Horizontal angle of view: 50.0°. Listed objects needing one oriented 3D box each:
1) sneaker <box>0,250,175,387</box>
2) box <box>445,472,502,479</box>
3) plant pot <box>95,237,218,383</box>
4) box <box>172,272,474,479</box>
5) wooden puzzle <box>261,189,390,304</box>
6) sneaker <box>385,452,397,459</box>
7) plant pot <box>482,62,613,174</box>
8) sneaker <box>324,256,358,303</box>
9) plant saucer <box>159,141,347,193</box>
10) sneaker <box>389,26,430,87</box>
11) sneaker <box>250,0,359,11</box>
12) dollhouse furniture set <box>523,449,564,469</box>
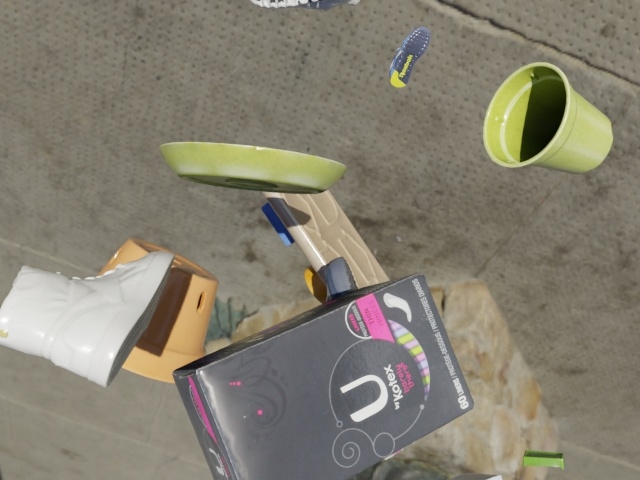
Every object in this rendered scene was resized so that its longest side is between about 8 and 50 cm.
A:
[{"bbox_3d":[-0.294,0.062,0.872,0.169,0.292,0.108,20,107,-3],"label":"sneaker"},{"bbox_3d":[0.335,0.590,1.580,0.137,0.072,0.126,-8,169,-27],"label":"box"},{"bbox_3d":[-0.338,0.126,1.379,0.291,0.203,0.291,27,180,0],"label":"plant pot"},{"bbox_3d":[0.002,0.162,0.750,0.165,0.270,0.143,68,157,1],"label":"box"},{"bbox_3d":[0.000,0.000,1.399,0.080,0.348,0.322,-34,89,17],"label":"wooden puzzle"},{"bbox_3d":[0.174,0.497,1.758,0.111,0.103,0.252,-52,147,7],"label":"sneaker"},{"bbox_3d":[0.616,-0.292,1.806,0.254,0.276,0.276,14,146,-32],"label":"plant pot"},{"bbox_3d":[0.018,0.189,1.098,0.131,0.319,0.112,-10,174,9],"label":"sneaker"},{"bbox_3d":[-0.087,-0.088,0.885,0.241,0.037,0.241,6,180,0],"label":"plant saucer"},{"bbox_3d":[0.196,-0.421,1.555,0.053,0.059,0.144,21,119,-19],"label":"sneaker"},{"bbox_3d":[-0.036,-0.610,1.698,0.292,0.110,0.118,2,172,18],"label":"sneaker"},{"bbox_3d":[0.339,0.397,1.029,0.059,0.151,0.076,-4,179,22],"label":"dollhouse furniture set"}]
